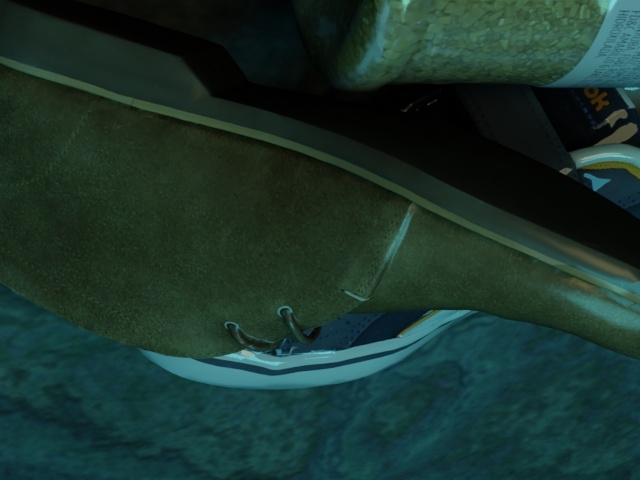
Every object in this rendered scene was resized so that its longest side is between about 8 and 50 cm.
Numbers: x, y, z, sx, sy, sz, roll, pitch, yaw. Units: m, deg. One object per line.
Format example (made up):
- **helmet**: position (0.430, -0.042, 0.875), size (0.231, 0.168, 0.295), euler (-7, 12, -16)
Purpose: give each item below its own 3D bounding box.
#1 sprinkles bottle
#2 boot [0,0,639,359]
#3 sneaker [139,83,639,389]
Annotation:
- **sprinkles bottle**: position (0.169, -0.120, 0.556), size (0.356, 0.121, 0.121), euler (-3, 137, -20)
- **boot**: position (0.000, 0.000, 0.521), size (0.305, 0.112, 0.115), euler (19, 101, 11)
- **sneaker**: position (0.064, -0.029, 0.618), size (0.321, 0.126, 0.127), euler (-12, 145, -24)
